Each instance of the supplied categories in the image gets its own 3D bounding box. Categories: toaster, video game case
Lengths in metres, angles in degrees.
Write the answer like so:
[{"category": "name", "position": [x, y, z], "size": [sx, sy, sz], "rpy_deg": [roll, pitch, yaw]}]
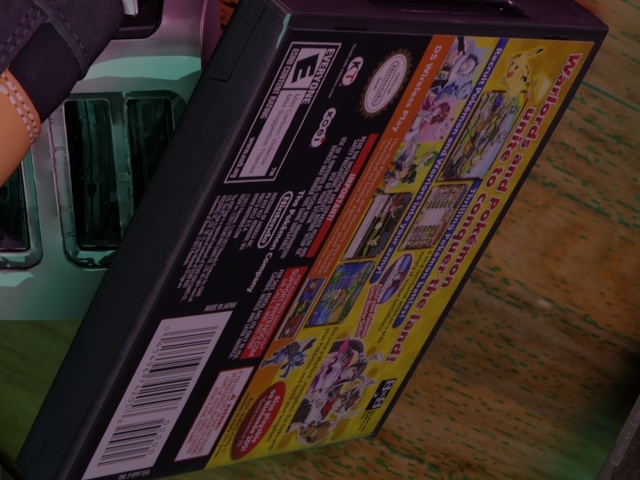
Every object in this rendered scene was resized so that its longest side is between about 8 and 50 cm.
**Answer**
[{"category": "toaster", "position": [-0.133, -0.050, 0.974], "size": [0.168, 0.110, 0.185], "rpy_deg": [-1, 119, 1]}, {"category": "video game case", "position": [0.000, 0.000, 0.954], "size": [0.248, 0.035, 0.275], "rpy_deg": [-5, 130, -49]}]

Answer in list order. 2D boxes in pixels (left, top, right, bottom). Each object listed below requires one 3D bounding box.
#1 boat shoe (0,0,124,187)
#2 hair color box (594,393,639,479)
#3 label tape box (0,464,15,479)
[{"category": "boat shoe", "position": [-0.274, -0.228, 0.825], "size": [0.156, 0.187, 0.500], "rpy_deg": [-41, 93, -15]}, {"category": "hair color box", "position": [0.357, 0.141, 1.044], "size": [0.374, 0.113, 0.185], "rpy_deg": [27, 90, -15]}, {"category": "label tape box", "position": [-0.325, 0.153, 1.061], "size": [0.249, 0.115, 0.347], "rpy_deg": [-26, 125, 13]}]
